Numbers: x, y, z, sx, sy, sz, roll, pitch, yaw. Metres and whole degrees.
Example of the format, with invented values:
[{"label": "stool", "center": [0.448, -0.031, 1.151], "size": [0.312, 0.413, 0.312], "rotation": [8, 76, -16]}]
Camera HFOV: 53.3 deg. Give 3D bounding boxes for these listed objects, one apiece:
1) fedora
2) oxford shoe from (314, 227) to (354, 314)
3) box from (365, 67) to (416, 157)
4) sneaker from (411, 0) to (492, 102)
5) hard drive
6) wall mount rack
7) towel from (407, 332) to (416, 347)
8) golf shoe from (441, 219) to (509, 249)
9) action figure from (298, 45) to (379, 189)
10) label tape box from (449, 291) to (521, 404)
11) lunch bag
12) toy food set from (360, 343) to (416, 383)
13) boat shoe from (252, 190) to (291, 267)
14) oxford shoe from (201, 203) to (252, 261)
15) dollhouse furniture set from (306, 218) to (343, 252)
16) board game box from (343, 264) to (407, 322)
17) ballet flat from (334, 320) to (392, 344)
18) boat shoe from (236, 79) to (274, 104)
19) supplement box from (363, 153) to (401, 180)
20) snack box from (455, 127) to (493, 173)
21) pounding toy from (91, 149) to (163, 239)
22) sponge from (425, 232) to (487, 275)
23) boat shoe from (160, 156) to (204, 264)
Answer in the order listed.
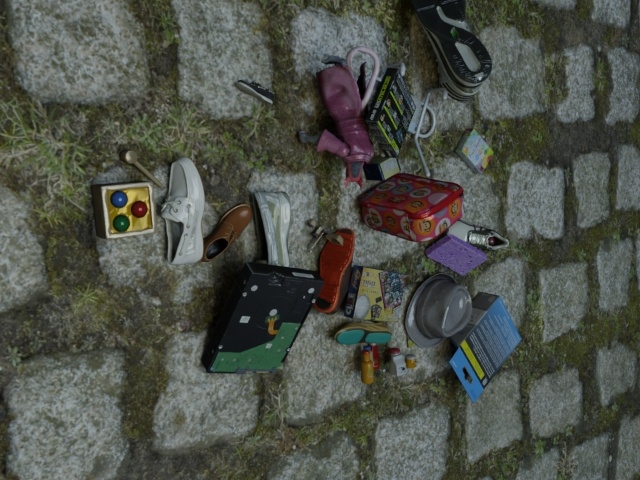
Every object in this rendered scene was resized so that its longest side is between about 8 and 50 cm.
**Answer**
[{"label": "fedora", "center": [0.431, 0.249, 2.212], "size": [0.275, 0.124, 0.244], "rotation": [-50, 119, -24]}, {"label": "oxford shoe", "center": [0.050, 0.096, 1.965], "size": [0.098, 0.096, 0.272], "rotation": [39, 67, -63]}, {"label": "box", "center": [0.206, -0.363, 1.830], "size": [0.191, 0.045, 0.184], "rotation": [46, 63, -55]}, {"label": "sneaker", "center": [0.390, -0.646, 2.077], "size": [0.169, 0.257, 0.448], "rotation": [-19, 76, -6]}, {"label": "hard drive", "center": [-0.159, 0.220, 1.742], "size": [0.236, 0.064, 0.339], "rotation": [9, 117, -35]}, {"label": "wall mount rack", "center": [0.269, -0.378, 2.021], "size": [0.349, 0.130, 0.305], "rotation": [18, 85, -35]}, {"label": "towel", "center": [0.333, 0.341, 2.231], "size": [0.083, 0.009, 0.060], "rotation": [-8, 99, -35]}, {"label": "golf shoe", "center": [0.553, -0.016, 2.280], "size": [0.272, 0.120, 0.105], "rotation": [4, 95, -35]}, {"label": "action figure", "center": [0.103, -0.331, 1.836], "size": [0.248, 0.275, 0.371], "rotation": [-6, 85, -41]}, {"label": "label tape box", "center": [0.577, 0.391, 2.354], "size": [0.333, 0.105, 0.241], "rotation": [-44, 119, -23]}, {"label": "lunch bag", "center": [0.295, -0.114, 1.972], "size": [0.258, 0.293, 0.120], "rotation": [-32, 123, -31]}, {"label": "toy food set", "center": [0.209, 0.381, 2.083], "size": [0.232, 0.111, 0.105], "rotation": [-9, 102, -32]}, {"label": "boat shoe", "center": [-0.147, 0.021, 1.783], "size": [0.102, 0.118, 0.321], "rotation": [1, 100, -23]}, {"label": "oxford shoe", "center": [-0.250, -0.016, 1.727], "size": [0.212, 0.076, 0.076], "rotation": [-50, 119, -22]}, {"label": "dollhouse furniture set", "center": [0.000, 0.000, 1.886], "size": [0.081, 0.114, 0.091], "rotation": [-52, 124, -14]}, {"label": "board game box", "center": [0.180, 0.174, 2.051], "size": [0.243, 0.042, 0.165], "rotation": [13, 89, -48]}, {"label": "ballet flat", "center": [0.126, 0.293, 2.043], "size": [0.232, 0.073, 0.080], "rotation": [10, 123, -37]}, {"label": "boat shoe", "center": [-0.176, -0.414, 1.747], "size": [0.125, 0.046, 0.038], "rotation": [22, 83, -38]}, {"label": "supplement box", "center": [0.193, -0.231, 2.012], "size": [0.083, 0.083, 0.056], "rotation": [-31, 113, -28]}, {"label": "snack box", "center": [0.554, -0.320, 2.290], "size": [0.141, 0.037, 0.100], "rotation": [40, 72, -32]}, {"label": "pounding toy", "center": [-0.453, -0.118, 1.555], "size": [0.180, 0.094, 0.206], "rotation": [-10, 102, -34]}, {"label": "sponge", "center": [0.478, 0.051, 2.240], "size": [0.210, 0.117, 0.031], "rotation": [25, 41, -36]}, {"label": "boat shoe", "center": [-0.358, -0.071, 1.619], "size": [0.096, 0.098, 0.277], "rotation": [-13, 104, -46]}]
